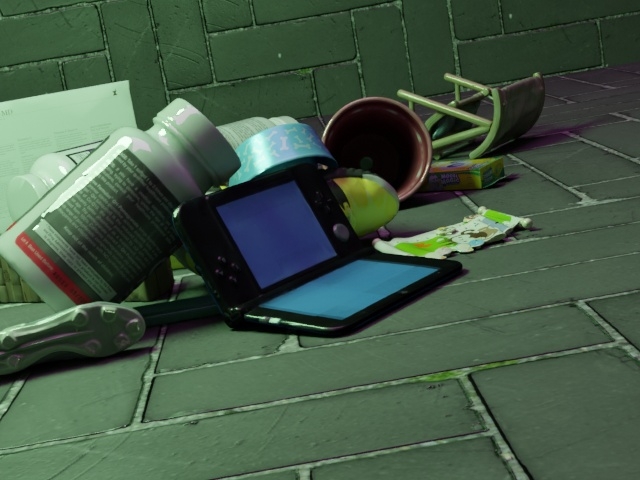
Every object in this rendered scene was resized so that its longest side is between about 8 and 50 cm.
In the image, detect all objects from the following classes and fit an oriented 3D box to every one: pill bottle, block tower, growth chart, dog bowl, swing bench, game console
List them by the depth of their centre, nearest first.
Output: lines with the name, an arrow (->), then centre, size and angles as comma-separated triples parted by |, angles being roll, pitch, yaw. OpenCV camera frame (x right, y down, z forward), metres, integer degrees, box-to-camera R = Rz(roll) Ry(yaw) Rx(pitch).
game console -> 0.000, 0.000, 1.486 | 0.173, 0.250, 0.293 | -35, -8, 41
pill bottle -> -0.264, -0.040, 1.532 | 0.318, 0.176, 0.176 | -44, 20, -10
growth chart -> 0.197, -0.006, 1.698 | 0.237, 0.021, 0.172 | -16, 14, -24
block tower -> -0.377, 0.041, 1.762 | 0.335, 0.097, 0.091 | 0, 15, 31
dog bowl -> -0.071, -0.092, 1.831 | 0.165, 0.074, 0.297 | -16, -20, -14
pill bottle -> -0.464, -0.105, 2.307 | 0.181, 0.182, 0.323 | 2, 16, 44
pill bottle -> -0.170, -0.180, 2.472 | 0.283, 0.160, 0.160 | -20, 16, -39
swing bench -> 0.343, -0.278, 2.543 | 0.254, 0.165, 0.253 | 5, 17, 33

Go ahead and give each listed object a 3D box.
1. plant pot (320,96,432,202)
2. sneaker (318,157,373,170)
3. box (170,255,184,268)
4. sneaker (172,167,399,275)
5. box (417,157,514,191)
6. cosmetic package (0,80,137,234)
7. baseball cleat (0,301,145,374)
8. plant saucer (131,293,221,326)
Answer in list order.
plant pot -> 0.097, -0.152, 2.098 | 0.201, 0.201, 0.180 | -10, -3, -2
sneaker -> 0.006, -0.123, 2.291 | 0.216, 0.079, 0.121 | -13, 12, 29
box -> -0.310, 0.012, 1.878 | 0.232, 0.058, 0.087 | -7, 31, 14
sneaker -> -0.042, -0.007, 1.704 | 0.384, 0.145, 0.147 | -13, 42, -25
box -> 0.267, -0.124, 2.148 | 0.179, 0.043, 0.105 | 0, 16, 34
cosmetic package -> -0.590, -0.187, 2.545 | 0.377, 0.285, 0.097 | -12, 12, -13
baseball cleat -> -0.323, 0.115, 1.418 | 0.205, 0.072, 0.109 | -9, 7, -10
plant saucer -> -0.170, 0.091, 1.536 | 0.192, 0.018, 0.067 | -9, 12, -1
